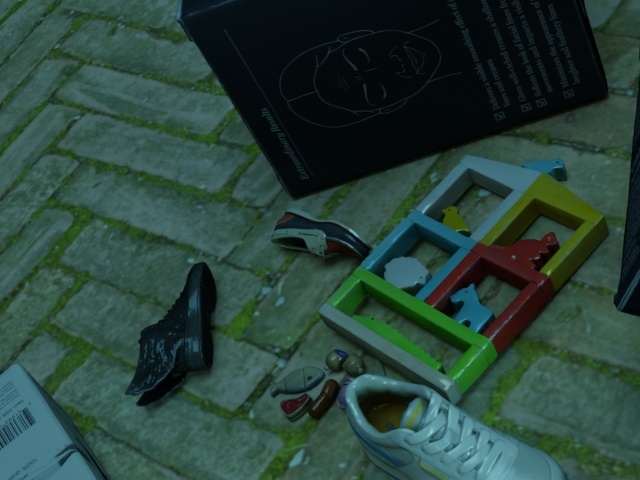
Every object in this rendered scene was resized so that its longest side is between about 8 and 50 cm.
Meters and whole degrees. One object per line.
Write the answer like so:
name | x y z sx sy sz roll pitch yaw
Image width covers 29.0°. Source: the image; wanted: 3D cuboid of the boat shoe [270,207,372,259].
boat shoe | 0.000 0.000 1.379 0.137 0.049 0.043 19 66 42

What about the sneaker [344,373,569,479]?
sneaker | 0.115 0.190 1.114 0.228 0.092 0.087 17 60 37

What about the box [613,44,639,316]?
box | 0.438 -0.073 1.001 0.343 0.179 0.313 13 54 2

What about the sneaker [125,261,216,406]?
sneaker | -0.166 0.101 1.381 0.089 0.051 0.170 -13 50 13

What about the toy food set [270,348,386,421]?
toy food set | 0.005 0.148 1.265 0.122 0.019 0.078 -25 44 8

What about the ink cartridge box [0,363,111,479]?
ink cartridge box | -0.308 0.286 1.252 0.197 0.114 0.273 -39 43 -8

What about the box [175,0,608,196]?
box | 0.083 -0.266 1.391 0.395 0.293 0.212 -17 45 15

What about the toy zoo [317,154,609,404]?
toy zoo | 0.159 0.017 1.278 0.293 0.030 0.192 -45 46 -16
